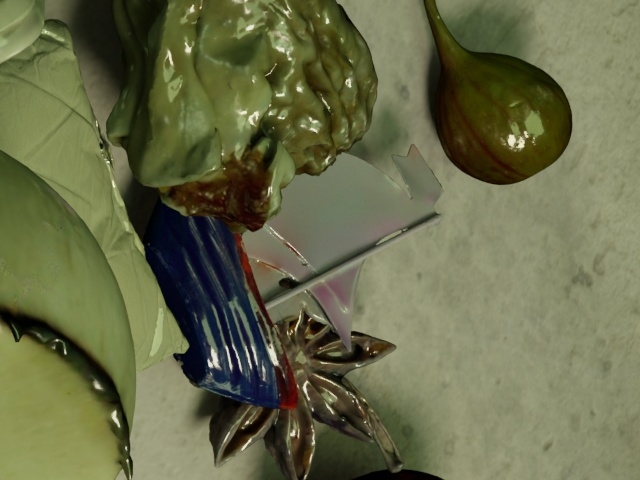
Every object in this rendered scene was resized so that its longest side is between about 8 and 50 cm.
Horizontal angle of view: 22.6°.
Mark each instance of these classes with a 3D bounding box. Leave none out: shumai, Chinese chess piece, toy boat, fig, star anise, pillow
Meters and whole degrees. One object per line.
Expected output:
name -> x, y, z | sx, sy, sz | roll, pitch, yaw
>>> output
shumai -> -0.079, -0.115, 1.195 | 0.256, 0.189, 0.218 | 51, 54, -46
Chinese chess piece -> -0.275, 0.090, 0.885 | 0.349, 0.146, 0.349 | -12, 140, -10
toy boat -> -0.023, -0.014, 1.325 | 0.219, 0.072, 0.318 | 50, 59, -18
fig -> 0.143, -0.160, 1.481 | 0.124, 0.124, 0.236 | -40, 110, -29
star anise -> -0.022, 0.114, 1.401 | 0.262, 0.081, 0.230 | 45, 61, -27
pillow -> -0.240, 0.023, 1.122 | 0.274, 0.076, 0.280 | -36, 117, -37

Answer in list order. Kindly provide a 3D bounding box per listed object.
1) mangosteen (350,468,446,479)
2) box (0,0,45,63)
mangosteen -> 0.043, 0.309, 1.438 | 0.265, 0.228, 0.228 | 17, 89, -15
box -> -0.371, -0.209, 0.837 | 0.352, 0.177, 0.344 | -21, 118, 1
